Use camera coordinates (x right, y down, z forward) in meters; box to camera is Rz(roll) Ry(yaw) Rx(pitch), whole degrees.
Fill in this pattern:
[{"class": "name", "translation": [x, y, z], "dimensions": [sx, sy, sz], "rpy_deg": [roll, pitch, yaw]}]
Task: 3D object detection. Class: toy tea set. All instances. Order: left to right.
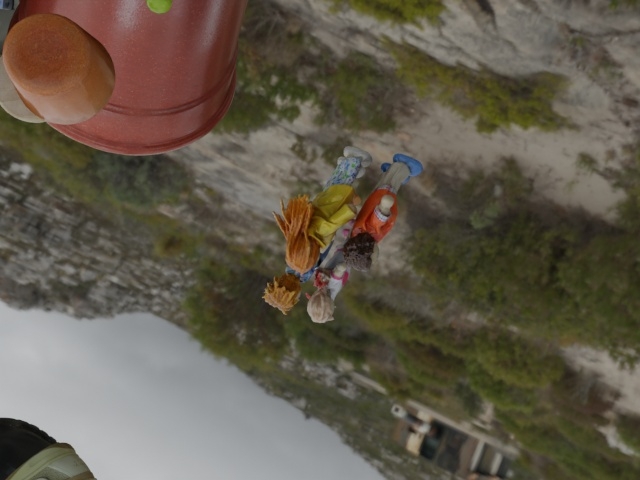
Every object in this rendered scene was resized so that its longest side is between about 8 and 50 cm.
[{"class": "toy tea set", "translation": [-0.164, -0.249, 0.569], "dimensions": [0.200, 0.336, 0.124], "rpy_deg": [35, 173, -2]}]

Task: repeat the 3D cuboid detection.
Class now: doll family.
[{"class": "doll family", "translation": [0.000, 0.000, 0.810], "dimensions": [0.118, 0.163, 0.263], "rpy_deg": [29, 151, 0]}]

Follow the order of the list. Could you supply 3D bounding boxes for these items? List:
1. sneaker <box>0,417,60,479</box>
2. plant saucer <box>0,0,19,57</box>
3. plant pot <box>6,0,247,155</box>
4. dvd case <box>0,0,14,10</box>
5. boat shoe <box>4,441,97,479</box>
[{"class": "sneaker", "translation": [-0.244, 0.317, 0.640], "dimensions": [0.146, 0.123, 0.330], "rpy_deg": [-145, 35, -72]}, {"class": "plant saucer", "translation": [-0.496, -0.355, 0.818], "dimensions": [0.400, 0.101, 0.400], "rpy_deg": [62, -176, -7]}, {"class": "plant pot", "translation": [-0.189, -0.273, 0.767], "dimensions": [0.272, 0.272, 0.265], "rpy_deg": [26, 151, -10]}, {"class": "dvd case", "translation": [-0.374, -0.272, 0.566], "dimensions": [0.253, 0.180, 0.022], "rpy_deg": [4, 146, -26]}, {"class": "boat shoe", "translation": [-0.248, 0.226, 0.564], "dimensions": [0.048, 0.153, 0.056], "rpy_deg": [40, 153, 25]}]
